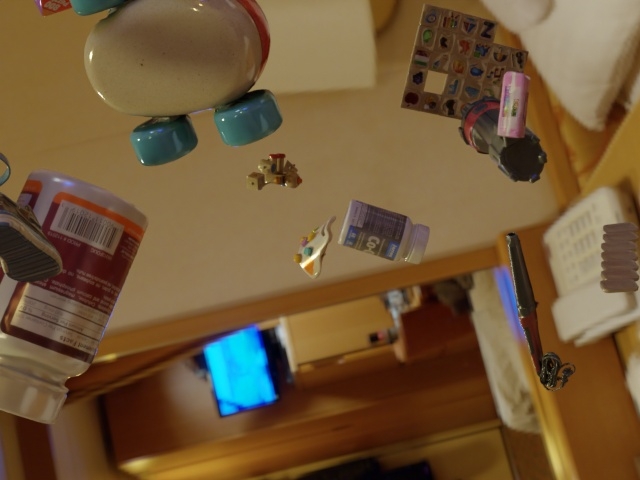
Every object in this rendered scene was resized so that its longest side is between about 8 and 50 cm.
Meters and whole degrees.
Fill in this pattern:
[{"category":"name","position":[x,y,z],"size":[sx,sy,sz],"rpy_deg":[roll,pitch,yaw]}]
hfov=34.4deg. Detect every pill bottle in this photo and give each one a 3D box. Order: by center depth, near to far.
[{"category":"pill bottle","position":[0.103,-0.011,1.676],"size":[0.078,0.137,0.078],"rpy_deg":[-163,90,-89]},{"category":"pill bottle","position":[-0.464,0.097,1.759],"size":[0.224,0.224,0.392],"rpy_deg":[88,-158,-78]}]

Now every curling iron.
[{"category":"curling iron","position":[0.328,0.109,1.572],"size":[0.035,0.068,0.274],"rpy_deg":[-38,-65,-45]}]

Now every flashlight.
[{"category":"flashlight","position":[0.309,-0.168,1.743],"size":[0.304,0.103,0.103],"rpy_deg":[-104,24,-69]}]

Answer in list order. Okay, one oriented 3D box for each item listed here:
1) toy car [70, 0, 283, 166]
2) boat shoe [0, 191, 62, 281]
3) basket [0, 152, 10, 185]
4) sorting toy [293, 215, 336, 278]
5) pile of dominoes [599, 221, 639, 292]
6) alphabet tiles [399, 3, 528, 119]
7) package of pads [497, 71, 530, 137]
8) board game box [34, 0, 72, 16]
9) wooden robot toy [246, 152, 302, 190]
[{"category":"toy car","position":[-0.132,-0.239,1.171],"size":[0.219,0.210,0.238],"rpy_deg":[69,-154,-22]},{"category":"boat shoe","position":[-0.346,-0.008,1.190],"size":[0.183,0.066,0.066],"rpy_deg":[81,173,-67]},{"category":"basket","position":[-0.718,-0.122,1.767],"size":[0.289,0.255,0.201],"rpy_deg":[41,-170,-43]},{"category":"sorting toy","position":[0.000,0.000,1.536],"size":[0.075,0.045,0.083],"rpy_deg":[-53,12,40]},{"category":"pile of dominoes","position":[0.569,0.046,1.736],"size":[0.251,0.196,0.040],"rpy_deg":[-64,-23,-58]},{"category":"alphabet tiles","position":[0.281,-0.329,1.977],"size":[0.009,0.237,0.198],"rpy_deg":[-141,62,-67]},{"category":"package of pads","position":[0.247,-0.173,1.318],"size":[0.050,0.032,0.083],"rpy_deg":[-13,-71,-68]},{"category":"board game box","position":[-0.393,-0.674,1.760],"size":[0.356,0.356,0.356],"rpy_deg":[59,159,16]},{"category":"wooden robot toy","position":[-0.076,-0.139,2.154],"size":[0.173,0.079,0.076],"rpy_deg":[-15,-64,-58]}]
